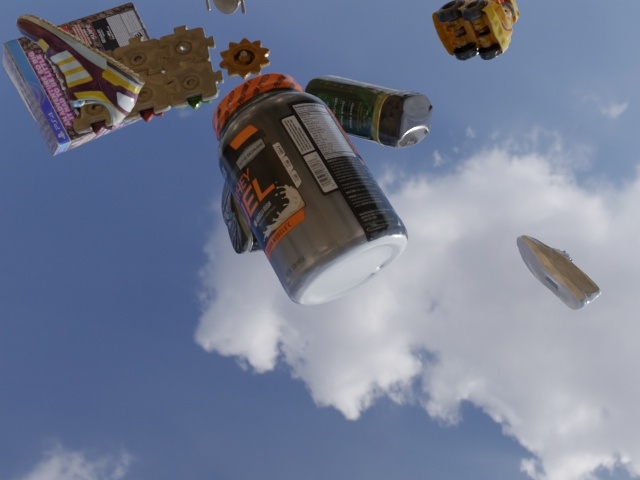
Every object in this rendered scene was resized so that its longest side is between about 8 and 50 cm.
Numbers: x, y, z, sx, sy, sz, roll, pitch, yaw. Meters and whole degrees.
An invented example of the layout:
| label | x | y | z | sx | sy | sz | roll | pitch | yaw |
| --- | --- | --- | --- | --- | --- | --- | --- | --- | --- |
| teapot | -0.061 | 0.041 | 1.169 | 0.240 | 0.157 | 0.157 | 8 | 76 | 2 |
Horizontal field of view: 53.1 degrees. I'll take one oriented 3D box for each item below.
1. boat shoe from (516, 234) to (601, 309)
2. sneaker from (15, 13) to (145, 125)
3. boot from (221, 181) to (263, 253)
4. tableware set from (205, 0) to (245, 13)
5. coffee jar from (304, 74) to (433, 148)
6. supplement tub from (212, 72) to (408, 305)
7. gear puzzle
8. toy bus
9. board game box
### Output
| label | x | y | z | sx | sy | sz | roll | pitch | yaw |
| --- | --- | --- | --- | --- | --- | --- | --- | --- | --- |
| boat shoe | 0.439 | 0.048 | 1.187 | 0.063 | 0.066 | 0.184 | -25 | -137 | -11 |
| sneaker | -0.335 | -0.229 | 0.861 | 0.186 | 0.069 | 0.083 | 30 | -84 | -1 |
| boot | -0.123 | -0.059 | 1.452 | 0.179 | 0.085 | 0.236 | 3 | -136 | -25 |
| tableware set | -0.248 | -0.691 | 1.664 | 0.128 | 0.194 | 0.039 | 14 | -143 | 24 |
| coffee jar | 0.068 | -0.191 | 0.944 | 0.184 | 0.079 | 0.096 | 22 | -151 | 37 |
| supplement tub | -0.016 | -0.048 | 0.570 | 0.117 | 0.117 | 0.190 | -28 | -111 | -6 |
| gear puzzle | -0.250 | -0.277 | 1.078 | 0.339 | 0.044 | 0.175 | -15 | -117 | -2 |
| toy bus | 0.441 | -0.588 | 1.681 | 0.211 | 0.149 | 0.220 | -40 | -151 | -13 |
| board game box | -0.510 | -0.358 | 1.431 | 0.291 | 0.232 | 0.141 | -29 | -170 | -25 |
